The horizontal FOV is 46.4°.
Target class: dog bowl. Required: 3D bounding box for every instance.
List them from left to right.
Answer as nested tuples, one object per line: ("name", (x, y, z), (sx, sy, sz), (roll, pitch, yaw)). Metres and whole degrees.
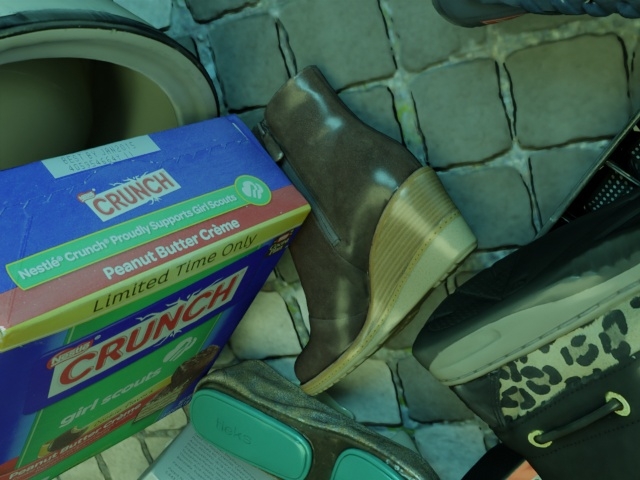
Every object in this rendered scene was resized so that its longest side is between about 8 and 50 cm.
("dog bowl", (-0.284, -0.047, 0.570), (0.150, 0.408, 0.408), (49, 124, 16))

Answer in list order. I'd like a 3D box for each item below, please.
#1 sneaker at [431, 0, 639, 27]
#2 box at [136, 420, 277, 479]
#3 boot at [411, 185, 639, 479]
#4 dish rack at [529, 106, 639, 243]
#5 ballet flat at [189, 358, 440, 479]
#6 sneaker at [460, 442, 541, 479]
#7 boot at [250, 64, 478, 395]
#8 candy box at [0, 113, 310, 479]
("sneaker", (0.162, -0.173, 0.455), (0.350, 0.131, 0.148), (43, 125, 20))
("box", (-0.128, 0.316, 0.818), (0.182, 0.119, 0.181), (41, 122, 0))
("boot", (0.273, 0.096, 0.448), (0.377, 0.138, 0.284), (-30, 98, 33))
("dish rack", (0.309, 0.010, 0.520), (0.271, 0.074, 0.208), (34, 123, 5))
("ballet flat", (0.024, 0.199, 0.695), (0.316, 0.106, 0.107), (30, 116, 22))
("sneaker", (0.225, 0.224, 0.645), (0.145, 0.090, 0.270), (40, 120, 4))
("boot", (0.000, 0.000, 0.657), (0.207, 0.090, 0.248), (46, 126, 13))
("candy box", (-0.186, 0.069, 0.607), (0.122, 0.268, 0.317), (48, 132, 17))
